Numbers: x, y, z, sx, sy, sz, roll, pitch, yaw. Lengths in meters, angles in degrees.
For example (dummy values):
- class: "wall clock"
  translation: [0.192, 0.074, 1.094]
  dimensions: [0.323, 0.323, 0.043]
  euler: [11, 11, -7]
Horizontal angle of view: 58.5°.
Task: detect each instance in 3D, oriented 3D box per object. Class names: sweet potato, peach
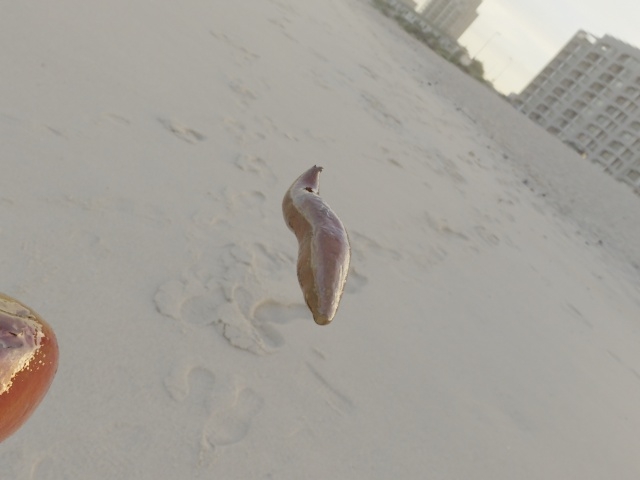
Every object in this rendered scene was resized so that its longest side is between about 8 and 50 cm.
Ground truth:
- class: "sweet potato"
  translation: [-0.002, 0.001, 0.557]
  dimensions: [0.058, 0.055, 0.202]
  euler: [35, 27, -37]
- class: "peach"
  translation: [-0.633, 0.223, 0.962]
  dimensions: [0.372, 0.372, 0.290]
  euler: [26, 46, -38]
